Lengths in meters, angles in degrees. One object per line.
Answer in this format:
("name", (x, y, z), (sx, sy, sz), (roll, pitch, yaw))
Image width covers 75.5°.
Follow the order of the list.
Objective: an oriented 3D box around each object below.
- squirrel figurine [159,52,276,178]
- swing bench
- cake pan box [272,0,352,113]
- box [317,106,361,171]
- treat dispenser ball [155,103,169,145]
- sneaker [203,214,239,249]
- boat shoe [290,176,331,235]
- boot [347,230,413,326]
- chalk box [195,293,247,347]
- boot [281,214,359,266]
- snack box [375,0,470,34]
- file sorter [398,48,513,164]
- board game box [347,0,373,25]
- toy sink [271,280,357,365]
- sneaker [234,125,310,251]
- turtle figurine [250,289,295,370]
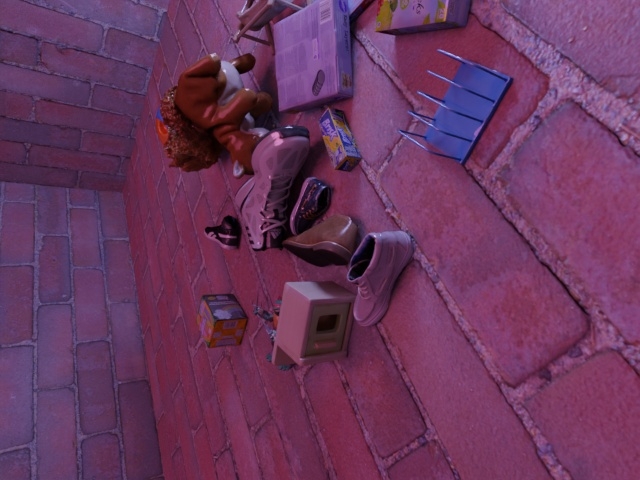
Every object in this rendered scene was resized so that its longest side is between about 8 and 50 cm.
("squirrel figurine", (-0.333, -0.374, 1.389), (0.397, 0.281, 0.370), (-22, 106, 18))
("swing bench", (-0.145, -0.765, 1.287), (0.253, 0.165, 0.254), (-2, 86, 54))
("cake pan box", (-0.027, -0.505, 1.138), (0.246, 0.070, 0.266), (-1, 96, 44))
("box", (0.048, -0.266, 1.086), (0.059, 0.054, 0.168), (-42, 55, 44))
("treat dispenser ball", (-0.511, -0.461, 1.665), (0.288, 0.288, 0.288), (-5, 84, 54))
("sneaker", (-0.391, -0.051, 1.665), (0.217, 0.079, 0.121), (26, 106, 43))
("boat shoe", (-0.029, -0.084, 1.172), (0.083, 0.065, 0.183), (38, 119, 45))
("boot", (0.103, 0.089, 0.930), (0.095, 0.123, 0.258), (45, 123, 45))
("chalk box", (-0.391, 0.292, 1.590), (0.213, 0.132, 0.132), (43, 122, 48))
("boot", (0.000, 0.000, 1.127), (0.305, 0.112, 0.115), (-3, 57, 57))
("snack box", (0.210, -0.527, 0.847), (0.207, 0.070, 0.174), (26, 119, 50))
("file sorter", (0.243, -0.251, 0.776), (0.118, 0.105, 0.170), (51, 127, 42))
("board game box", (0.120, -0.670, 1.034), (0.281, 0.027, 0.145), (-23, 71, 51))
("toy sink", (-0.016, 0.235, 1.062), (0.131, 0.153, 0.234), (25, 107, 51))
("sneaker", (-0.118, -0.119, 1.235), (0.447, 0.169, 0.257), (-48, 55, 52))
("turtle figurine", (-0.132, 0.264, 1.251), (0.175, 0.118, 0.234), (-150, 52, -66))
